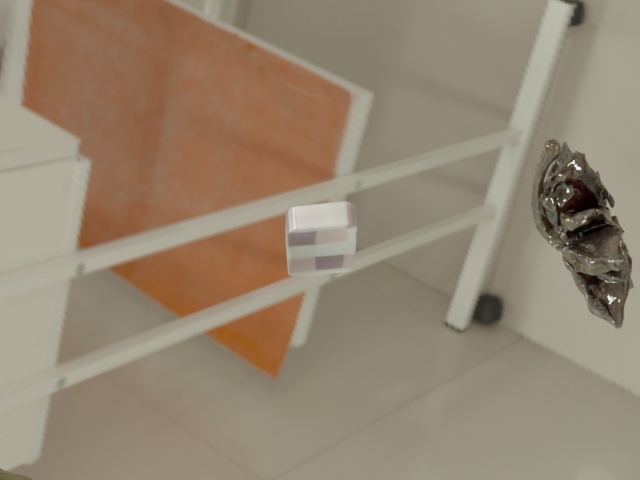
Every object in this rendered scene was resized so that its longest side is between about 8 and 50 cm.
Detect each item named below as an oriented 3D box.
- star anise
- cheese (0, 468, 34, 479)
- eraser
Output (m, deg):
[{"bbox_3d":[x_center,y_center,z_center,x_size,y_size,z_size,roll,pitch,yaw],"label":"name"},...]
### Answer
[{"bbox_3d":[0.289,-0.019,1.344,0.089,0.209,0.231,-30,104,10],"label":"star anise"},{"bbox_3d":[-0.248,0.154,0.582,0.202,0.175,0.091,30,145,-10],"label":"cheese"},{"bbox_3d":[0.000,0.000,1.112,0.105,0.065,0.026,90,176,-65],"label":"eraser"}]
